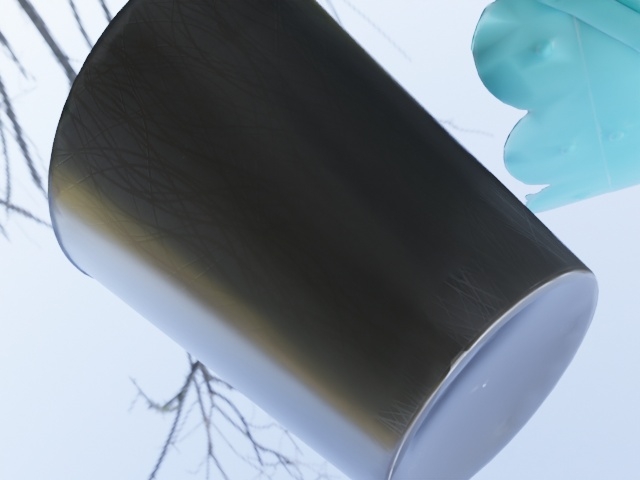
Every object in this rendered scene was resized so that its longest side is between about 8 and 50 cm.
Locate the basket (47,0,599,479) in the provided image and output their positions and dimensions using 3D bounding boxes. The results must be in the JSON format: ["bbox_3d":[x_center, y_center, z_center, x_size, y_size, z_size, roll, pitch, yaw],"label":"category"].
[{"bbox_3d":[0.000,0.000,0.419,0.227,0.204,0.154,40,-153,31],"label":"basket"}]

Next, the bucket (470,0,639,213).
[{"bbox_3d":[0.179,-0.160,0.489,0.183,0.281,0.281,-11,-144,20],"label":"bucket"}]
